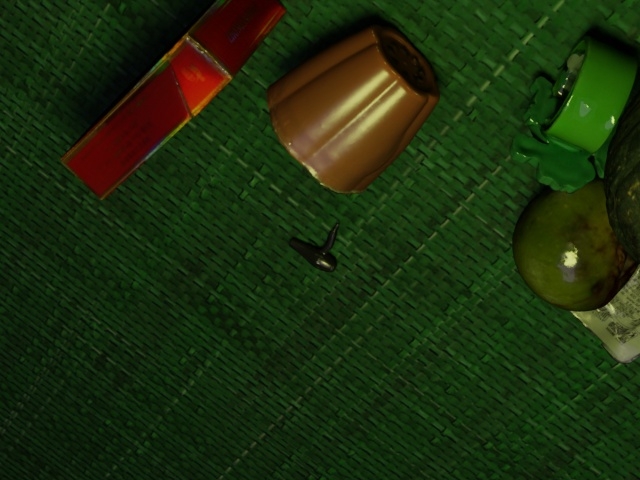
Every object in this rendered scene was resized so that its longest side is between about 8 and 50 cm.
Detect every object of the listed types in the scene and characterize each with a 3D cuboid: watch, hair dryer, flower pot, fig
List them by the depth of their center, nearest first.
[{"bbox_3d":[0.326,-0.157,1.705,0.131,0.165,0.152,26,147,-5],"label":"watch"},{"bbox_3d":[0.050,-0.182,1.811,0.190,0.190,0.173,43,119,-11],"label":"flower pot"},{"bbox_3d":[0.333,0.000,1.814,0.191,0.181,0.181,20,141,57],"label":"fig"},{"bbox_3d":[0.000,0.000,2.065,0.079,0.031,0.083,33,118,10],"label":"hair dryer"}]

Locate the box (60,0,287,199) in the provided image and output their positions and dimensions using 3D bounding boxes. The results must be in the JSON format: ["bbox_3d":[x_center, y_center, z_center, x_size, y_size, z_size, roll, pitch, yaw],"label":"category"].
[{"bbox_3d":[-0.198,-0.207,1.879,0.089,0.197,0.313,44,130,-10],"label":"box"}]

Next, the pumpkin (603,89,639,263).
[{"bbox_3d":[0.485,-0.054,1.617,0.328,0.291,0.257,32,130,-20],"label":"pumpkin"}]

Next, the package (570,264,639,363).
[{"bbox_3d":[0.449,0.067,1.903,0.166,0.040,0.232,42,122,-12],"label":"package"}]
